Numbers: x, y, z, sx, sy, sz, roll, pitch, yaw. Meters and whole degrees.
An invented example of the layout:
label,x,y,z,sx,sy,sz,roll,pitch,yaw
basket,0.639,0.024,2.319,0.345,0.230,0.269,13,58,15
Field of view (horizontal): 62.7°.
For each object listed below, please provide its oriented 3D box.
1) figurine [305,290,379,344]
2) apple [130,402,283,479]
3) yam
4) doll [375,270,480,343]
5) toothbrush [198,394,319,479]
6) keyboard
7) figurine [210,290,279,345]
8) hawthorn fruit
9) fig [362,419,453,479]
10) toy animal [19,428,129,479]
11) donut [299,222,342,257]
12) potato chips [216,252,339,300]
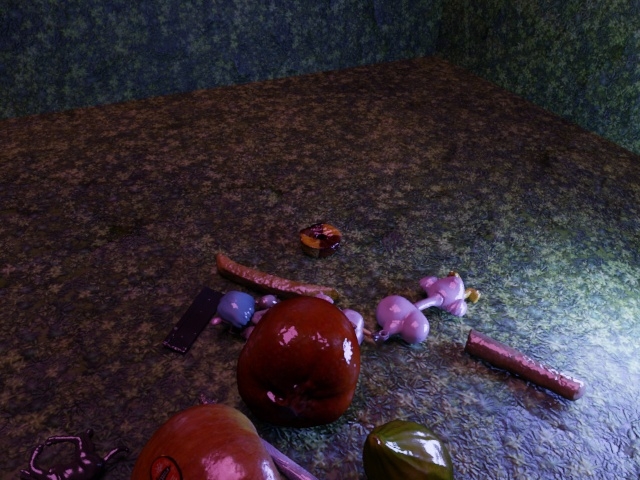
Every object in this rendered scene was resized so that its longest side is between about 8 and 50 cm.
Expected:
label,x,y,z,sx,sy,sz,roll,pitch,yaw
figurine,0.041,0.218,1.381,0.229,0.137,0.112,33,78,38
apple,-0.197,0.451,0.938,0.250,0.277,0.309,-30,21,-19
yam,0.510,0.315,1.328,0.299,0.066,0.066,23,42,25
doll,0.293,0.183,1.460,0.365,0.094,0.160,-25,53,-30
toothbrush,-0.112,0.453,1.125,0.413,0.042,0.035,27,43,25
keyboard,-0.341,0.215,1.431,0.072,0.023,0.231,19,40,9
figurine,-0.148,0.193,1.407,0.260,0.103,0.205,15,40,-1
hawthorn fruit,-0.039,0.261,1.177,0.295,0.295,0.311,16,50,16
fig,0.156,0.443,1.038,0.233,0.167,0.167,10,28,-37
toy animal,-0.510,0.469,1.055,0.232,0.084,0.148,-28,59,-36
donut,0.000,0.000,1.704,0.140,0.059,0.140,3,37,-2
potato chips,-0.144,0.121,1.536,0.407,0.057,0.080,15,43,16
